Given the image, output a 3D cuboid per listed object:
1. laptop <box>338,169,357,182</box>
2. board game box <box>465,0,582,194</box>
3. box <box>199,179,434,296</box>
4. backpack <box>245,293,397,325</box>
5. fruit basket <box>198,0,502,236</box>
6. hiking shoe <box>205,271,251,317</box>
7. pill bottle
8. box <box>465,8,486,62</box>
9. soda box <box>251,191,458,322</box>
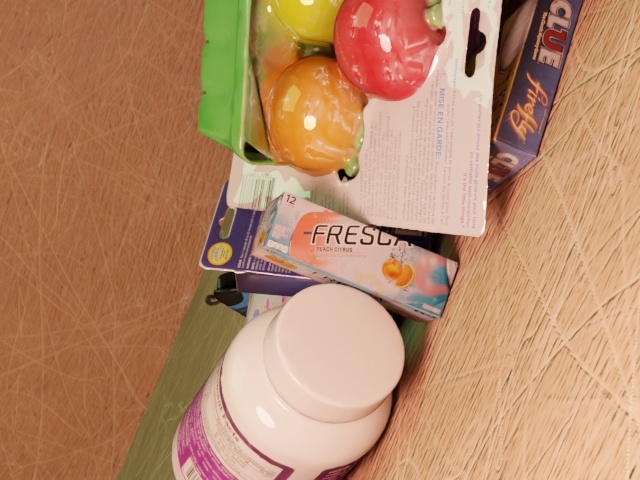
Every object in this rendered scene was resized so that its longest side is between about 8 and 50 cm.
[{"bbox_3d":[0.010,-0.089,1.958,0.136,0.264,0.234,-23,-28,-40],"label":"laptop"},{"bbox_3d":[0.160,-0.120,1.448,0.243,0.042,0.165,137,154,-69],"label":"board game box"},{"bbox_3d":[0.000,0.000,1.552,0.036,0.225,0.136,87,-168,-46],"label":"box"},{"bbox_3d":[-0.001,0.071,1.641,0.188,0.144,0.166,116,165,-45],"label":"backpack"},{"bbox_3d":[0.041,-0.180,1.437,0.353,0.165,0.327,6,95,42],"label":"fruit basket"},{"bbox_3d":[-0.049,-0.010,2.116,0.113,0.132,0.304,-95,27,-67],"label":"hiking shoe"},{"bbox_3d":[-0.030,0.164,1.488,0.301,0.169,0.169,125,164,-54],"label":"pill bottle"},{"bbox_3d":[0.178,-0.355,1.631,0.201,0.057,0.293,85,-163,-55],"label":"box"},{"bbox_3d":[0.031,0.017,1.427,0.063,0.183,0.058,153,137,-73],"label":"soda box"}]
